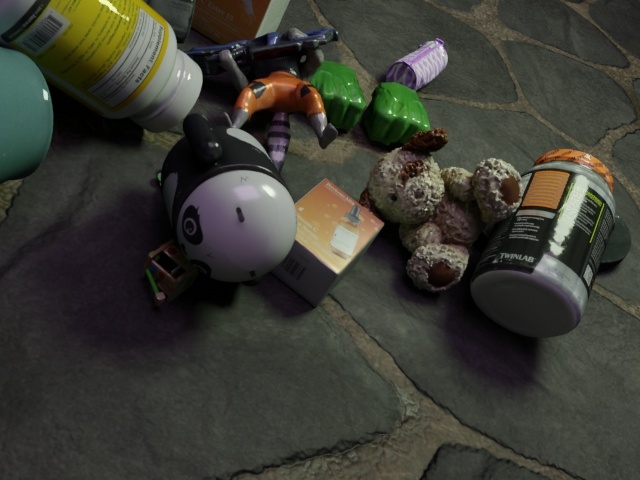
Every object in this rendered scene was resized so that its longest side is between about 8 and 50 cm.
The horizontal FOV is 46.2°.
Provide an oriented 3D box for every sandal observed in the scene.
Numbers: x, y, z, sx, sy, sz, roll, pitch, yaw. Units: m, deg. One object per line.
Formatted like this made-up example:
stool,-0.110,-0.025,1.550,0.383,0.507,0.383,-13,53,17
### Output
sandal,0.500,-0.030,1.536,0.446,0.107,0.167,0,50,-31

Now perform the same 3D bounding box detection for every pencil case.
pencil case,0.230,-0.405,1.751,0.086,0.088,0.206,36,42,8

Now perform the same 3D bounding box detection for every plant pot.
plant pot,-0.499,-0.162,0.949,0.271,0.271,0.255,48,29,17

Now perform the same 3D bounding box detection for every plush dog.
plush dog,0.190,-0.073,1.333,0.225,0.262,0.210,37,7,-9

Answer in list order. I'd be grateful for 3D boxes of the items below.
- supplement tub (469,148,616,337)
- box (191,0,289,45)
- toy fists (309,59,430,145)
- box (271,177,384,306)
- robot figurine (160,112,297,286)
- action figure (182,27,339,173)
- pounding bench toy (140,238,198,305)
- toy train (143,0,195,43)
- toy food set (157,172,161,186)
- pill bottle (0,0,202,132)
supplement tub,0.404,-0.002,1.328,0.193,0.193,0.316,32,59,0
box,-0.148,-0.575,1.487,0.215,0.345,0.168,31,41,-1
toy fists,0.092,-0.272,1.534,0.279,0.096,0.142,17,33,-15
box,0.000,0.000,1.210,0.130,0.091,0.170,38,41,6
robot figurine,-0.138,-0.058,1.075,0.209,0.173,0.278,28,18,-33
action figure,-0.125,-0.276,1.400,0.341,0.178,0.330,-6,40,2
pounding bench toy,-0.223,0.047,1.055,0.065,0.052,0.083,39,41,8
toy train,-0.380,-0.432,1.304,0.334,0.142,0.190,5,18,-40
toy food set,-0.223,-0.094,1.217,0.083,0.020,0.082,-3,52,-34
pill bottle,-0.345,-0.307,1.149,0.334,0.188,0.188,35,30,-47
